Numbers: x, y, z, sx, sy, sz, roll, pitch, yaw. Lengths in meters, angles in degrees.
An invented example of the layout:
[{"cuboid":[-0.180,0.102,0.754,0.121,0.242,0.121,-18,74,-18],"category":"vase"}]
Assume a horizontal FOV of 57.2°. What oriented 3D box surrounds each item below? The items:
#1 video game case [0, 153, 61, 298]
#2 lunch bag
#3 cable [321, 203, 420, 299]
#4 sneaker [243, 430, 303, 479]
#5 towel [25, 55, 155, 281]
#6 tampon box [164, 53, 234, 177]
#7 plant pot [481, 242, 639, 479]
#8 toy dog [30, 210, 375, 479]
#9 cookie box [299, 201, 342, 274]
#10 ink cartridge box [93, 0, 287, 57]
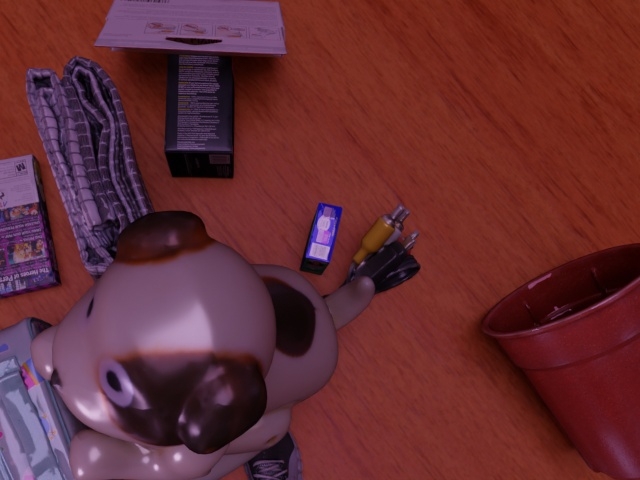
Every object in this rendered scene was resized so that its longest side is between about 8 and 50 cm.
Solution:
[{"cuboid":[-0.529,-0.008,0.881,0.232,0.042,0.210,-14,79,-11],"category":"video game case"},{"cuboid":[-0.357,0.237,0.755,0.108,0.224,0.279,-25,82,-13],"category":"lunch bag"},{"cuboid":[0.049,0.067,0.937,0.287,0.139,0.072,-38,53,4],"category":"cable"},{"cuboid":[-0.056,0.360,0.816,0.086,0.132,0.228,-8,78,-10],"category":"sneaker"},{"cuboid":[-0.303,-0.078,0.834,0.122,0.235,0.283,-19,80,-18],"category":"towel"},{"cuboid":[-0.188,-0.194,0.933,0.102,0.120,0.160,1,77,-7],"category":"tampon box"},{"cuboid":[0.427,0.184,0.875,0.273,0.272,0.264,-29,91,-14],"category":"plant pot"},{"cuboid":[-0.123,0.134,0.670,0.396,0.408,0.284,-14,73,5],"category":"toy dog"},{"cuboid":[0.000,0.000,0.922,0.040,0.107,0.091,15,75,-2],"category":"cookie box"},{"cuboid":[-0.194,-0.321,0.928,0.276,0.060,0.238,0,40,-8],"category":"ink cartridge box"}]
